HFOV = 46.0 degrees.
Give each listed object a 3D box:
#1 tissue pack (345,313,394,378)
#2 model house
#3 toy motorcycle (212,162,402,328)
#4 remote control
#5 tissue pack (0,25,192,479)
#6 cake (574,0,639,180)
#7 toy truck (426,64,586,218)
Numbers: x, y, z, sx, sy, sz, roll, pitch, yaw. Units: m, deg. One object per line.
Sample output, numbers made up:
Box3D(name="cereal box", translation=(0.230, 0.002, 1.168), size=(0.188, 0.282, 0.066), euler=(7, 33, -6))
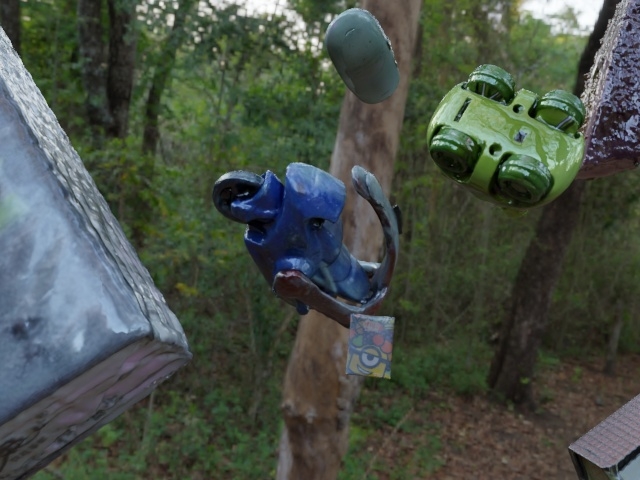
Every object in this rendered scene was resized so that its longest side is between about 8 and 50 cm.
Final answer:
Box3D(name="tissue pack", translation=(0.068, 0.143, 1.023), size=(0.063, 0.083, 0.035), euler=(6, -7, 9))
Box3D(name="model house", translation=(0.178, 0.116, 0.405), size=(0.083, 0.058, 0.057), euler=(-30, -25, -19))
Box3D(name="toy motorcycle", translation=(-0.002, -0.017, 1.172), size=(0.319, 0.241, 0.182), euler=(58, 1, -41))
Box3D(name="remote control", translation=(0.073, -0.282, 1.186), size=(0.045, 0.097, 0.256), euler=(57, 10, 21))
Box3D(name="tissue pack", translation=(-0.314, 0.002, 0.563), size=(0.394, 0.288, 0.124), euler=(54, 0, 21))
Box3D(name="cake", translation=(0.449, -0.227, 1.131), size=(0.112, 0.295, 0.116), euler=(11, -6, 1))
Box3D(name="toy truck", translation=(0.225, -0.116, 0.980), size=(0.187, 0.148, 0.210), euler=(31, -14, 0))
